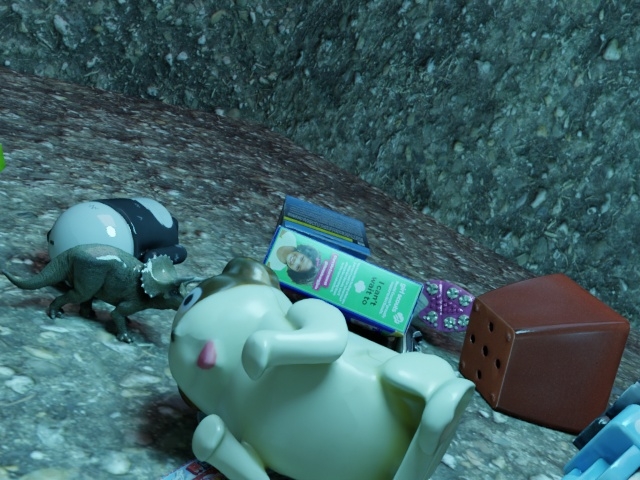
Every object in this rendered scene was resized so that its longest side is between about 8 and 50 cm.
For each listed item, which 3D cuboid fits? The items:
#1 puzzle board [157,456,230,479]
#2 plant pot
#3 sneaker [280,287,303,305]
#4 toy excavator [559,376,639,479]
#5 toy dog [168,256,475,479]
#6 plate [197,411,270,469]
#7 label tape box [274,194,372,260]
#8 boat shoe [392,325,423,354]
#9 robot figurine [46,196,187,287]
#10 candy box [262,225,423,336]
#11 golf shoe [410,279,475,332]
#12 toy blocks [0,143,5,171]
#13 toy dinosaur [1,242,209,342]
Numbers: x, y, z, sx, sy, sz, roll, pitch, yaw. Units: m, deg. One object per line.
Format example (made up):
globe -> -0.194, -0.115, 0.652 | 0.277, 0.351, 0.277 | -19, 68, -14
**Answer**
puzzle board -> -0.139, 0.316, 1.112 | 0.096, 0.011, 0.128 | 26, 16, 20
plant pot -> 0.448, 0.234, 1.809 | 0.235, 0.267, 0.267 | 3, 20, -19
sneaker -> -0.020, 0.175, 1.641 | 0.232, 0.090, 0.081 | 27, 15, 22
toy excavator -> 0.415, 0.384, 1.202 | 0.445, 0.433, 0.222 | -33, 66, -24
toy dog -> -0.018, 0.183, 1.141 | 0.408, 0.284, 0.395 | 28, 21, 15
plate -> -0.094, 0.289, 1.252 | 0.188, 0.024, 0.188 | 19, 15, -5
label tape box -> 0.000, 0.000, 2.284 | 0.240, 0.106, 0.334 | 19, 15, -6
boat shoe -> 0.191, 0.223, 1.804 | 0.065, 0.075, 0.206 | 19, 9, 2
robot figurine -> -0.376, 0.009, 1.590 | 0.173, 0.209, 0.278 | 62, 23, 7
candy box -> 0.036, 0.096, 1.798 | 0.317, 0.122, 0.268 | 21, -8, 1
golf shoe -> 0.256, 0.152, 1.988 | 0.306, 0.115, 0.140 | 10, -7, 35
toy blocks -> -0.742, -0.097, 1.442 | 0.261, 0.191, 0.381 | 1, 29, 5
toy dinosaur -> -0.355, 0.067, 1.415 | 0.313, 0.160, 0.121 | 20, 14, -8
